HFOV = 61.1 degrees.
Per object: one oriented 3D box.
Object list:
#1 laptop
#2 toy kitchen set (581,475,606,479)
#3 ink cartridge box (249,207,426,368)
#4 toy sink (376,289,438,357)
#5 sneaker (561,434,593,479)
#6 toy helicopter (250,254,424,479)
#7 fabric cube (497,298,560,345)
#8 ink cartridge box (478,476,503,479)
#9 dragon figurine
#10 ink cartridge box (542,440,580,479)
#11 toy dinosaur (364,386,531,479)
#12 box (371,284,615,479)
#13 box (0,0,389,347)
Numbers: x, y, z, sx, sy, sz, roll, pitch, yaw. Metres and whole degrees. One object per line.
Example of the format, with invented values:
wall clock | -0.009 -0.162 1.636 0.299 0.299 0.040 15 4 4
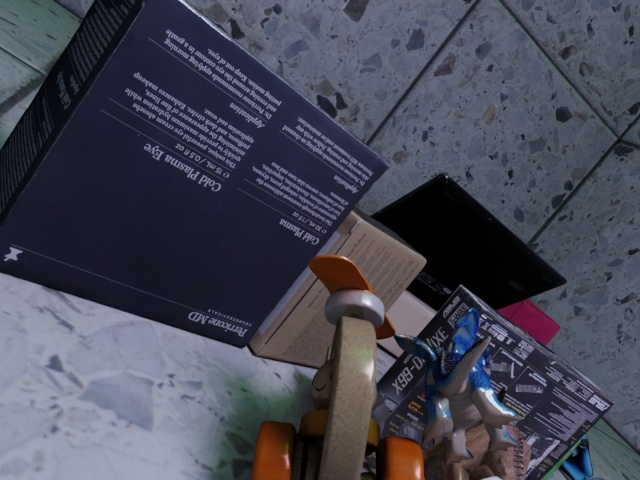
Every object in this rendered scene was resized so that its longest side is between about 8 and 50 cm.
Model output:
laptop | 0.221 -0.014 1.162 0.382 0.408 0.236 34 45 -27
toy kitchen set | 0.617 0.553 1.065 0.166 0.122 0.207 28 15 -45
ink cartridge box | 0.018 0.071 0.799 0.193 0.235 0.088 28 14 -47
toy sink | 0.148 0.152 1.188 0.234 0.131 0.153 37 10 -17
sneaker | 0.563 0.414 1.262 0.341 0.125 0.140 58 12 -26
toy helicopter | 0.020 0.147 0.591 0.140 0.235 0.355 6 -8 0
fabric cube | 0.562 0.264 1.776 0.258 0.254 0.259 28 15 -38
ink cartridge box | 0.039 0.246 0.208 0.198 0.197 0.270 45 12 37
dragon figurine | 0.125 0.119 0.518 0.289 0.085 0.144 54 18 -50
ink cartridge box | 0.345 0.333 1.089 0.289 0.121 0.211 31 11 -32
toy dinosaur | 0.180 0.242 0.617 0.127 0.200 0.295 52 -14 0
box | 0.251 0.246 0.813 0.307 0.242 0.076 33 11 -21
box | -0.155 -0.080 0.646 0.343 0.312 0.179 30 13 -41
